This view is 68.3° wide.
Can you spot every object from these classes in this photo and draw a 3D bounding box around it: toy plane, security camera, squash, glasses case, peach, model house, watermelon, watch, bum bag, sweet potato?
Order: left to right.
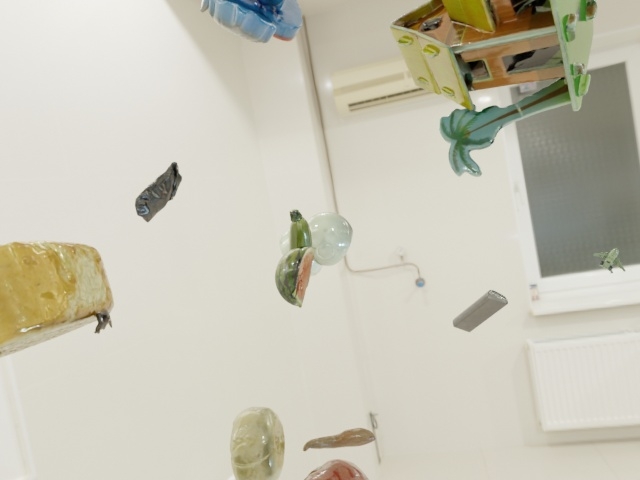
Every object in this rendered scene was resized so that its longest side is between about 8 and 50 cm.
[{"bbox_3d":[-0.269,-0.081,0.790,0.034,0.057,0.124,17,43,13],"label":"bum bag"},{"bbox_3d":[-0.101,-0.513,0.828,0.242,0.305,0.274,22,-49,-19],"label":"watch"},{"bbox_3d":[-0.056,0.069,1.131,0.087,0.163,0.069,20,-29,-14],"label":"watermelon"},{"bbox_3d":[-0.056,0.030,1.318,0.066,0.252,0.066,2,22,-1],"label":"squash"},{"bbox_3d":[0.000,0.000,1.634,0.236,0.194,0.194,-32,-4,18],"label":"security camera"},{"bbox_3d":[0.022,0.446,0.765,0.152,0.152,0.152,-10,3,1],"label":"peach"},{"bbox_3d":[0.051,0.564,1.333,0.214,0.050,0.050,-3,1,-15],"label":"sweet potato"},{"bbox_3d":[0.250,-0.318,0.786,0.324,0.340,0.300,4,-26,39],"label":"model house"},{"bbox_3d":[0.504,0.228,1.501,0.072,0.042,0.190,25,-46,-10],"label":"glasses case"},{"bbox_3d":[0.730,0.050,1.191,0.033,0.083,0.080,-36,53,-19],"label":"toy plane"}]

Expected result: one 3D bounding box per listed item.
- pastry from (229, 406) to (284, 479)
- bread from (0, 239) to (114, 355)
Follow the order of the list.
[{"bbox_3d":[-0.122,0.414,0.949,0.092,0.156,0.156,-6,4,9],"label":"pastry"},{"bbox_3d":[-0.221,0.052,0.342,0.122,0.073,0.149,-21,-2,-1],"label":"bread"}]
